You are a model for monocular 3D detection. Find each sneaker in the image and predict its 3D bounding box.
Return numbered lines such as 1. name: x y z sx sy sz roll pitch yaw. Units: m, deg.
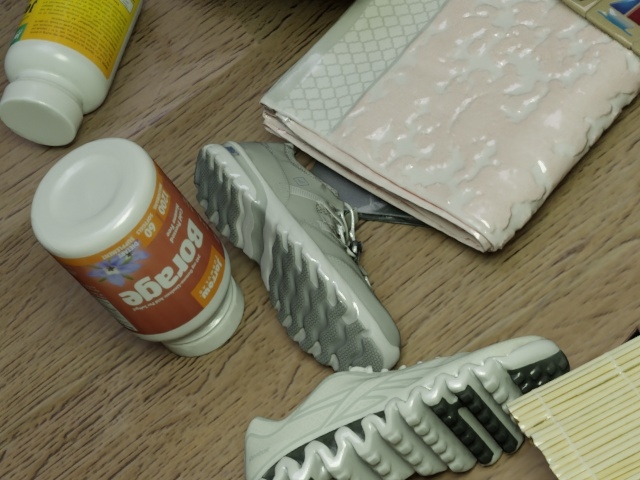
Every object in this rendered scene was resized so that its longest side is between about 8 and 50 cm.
1. sneaker: 0.000 0.000 1.348 0.115 0.105 0.281 -19 58 -29
2. sneaker: 0.060 0.141 1.222 0.292 0.110 0.118 -26 40 9

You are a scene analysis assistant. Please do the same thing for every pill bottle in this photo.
1. pill bottle: -0.155 0.014 1.349 0.121 0.216 0.121 -15 52 19
2. pill bottle: -0.277 -0.212 1.647 0.117 0.117 0.208 0 58 28

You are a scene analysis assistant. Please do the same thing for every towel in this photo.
1. towel: 0.146 -0.172 1.407 0.317 0.053 0.332 31 72 36

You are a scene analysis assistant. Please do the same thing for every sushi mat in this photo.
1. sushi mat: 0.307 0.106 1.108 0.316 0.019 0.151 -26 48 -11

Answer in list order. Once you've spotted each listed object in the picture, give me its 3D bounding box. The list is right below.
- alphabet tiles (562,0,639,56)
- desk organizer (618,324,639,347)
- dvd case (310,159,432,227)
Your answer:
1. alphabet tiles: 0.386 -0.287 1.367 0.342 0.011 0.285 -38 56 -12
2. desk organizer: 0.261 0.132 1.149 0.047 0.050 0.130 -31 48 5
3. dvd case: 0.087 -0.114 1.445 0.164 0.018 0.221 7 60 32
